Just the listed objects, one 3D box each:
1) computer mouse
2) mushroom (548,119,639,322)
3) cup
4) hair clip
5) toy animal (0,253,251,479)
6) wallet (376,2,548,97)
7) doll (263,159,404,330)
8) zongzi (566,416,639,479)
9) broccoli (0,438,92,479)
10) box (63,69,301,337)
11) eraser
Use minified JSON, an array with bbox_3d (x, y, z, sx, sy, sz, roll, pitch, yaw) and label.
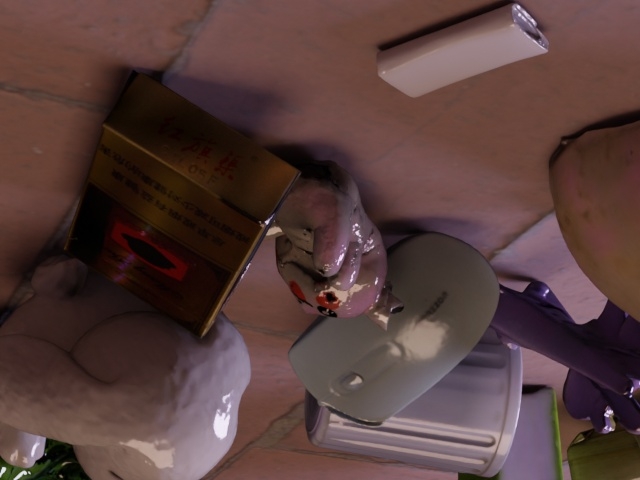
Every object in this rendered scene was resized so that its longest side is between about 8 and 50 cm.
[{"bbox_3d":[0.071,0.087,1.532,0.128,0.079,0.231,37,111,-8],"label":"computer mouse"},{"bbox_3d":[0.275,0.010,1.367,0.162,0.173,0.236,5,154,-4],"label":"mushroom"},{"bbox_3d":[0.088,0.166,1.704,0.202,0.167,0.221,8,149,-10],"label":"cup"},{"bbox_3d":[0.243,0.093,1.527,0.090,0.137,0.278,21,-172,-40],"label":"hair clip"},{"bbox_3d":[-0.183,0.133,1.503,0.271,0.206,0.265,-16,-157,-25],"label":"toy animal"},{"bbox_3d":[0.107,-0.142,1.216,0.122,0.025,0.061,-17,148,31],"label":"wallet"},{"bbox_3d":[0.000,0.000,1.427,0.149,0.095,0.192,31,161,28],"label":"doll"},{"bbox_3d":[0.452,0.269,1.985,0.228,0.115,0.256,-20,155,27],"label":"zongzi"},{"bbox_3d":[-0.368,0.236,1.719,0.297,0.297,0.297,8,128,11],"label":"broccoli"},{"bbox_3d":[-0.124,-0.024,1.344,0.159,0.071,0.240,31,150,-2],"label":"box"},{"bbox_3d":[0.231,0.317,1.971,0.092,0.210,0.274,2,152,-4],"label":"eraser"}]
